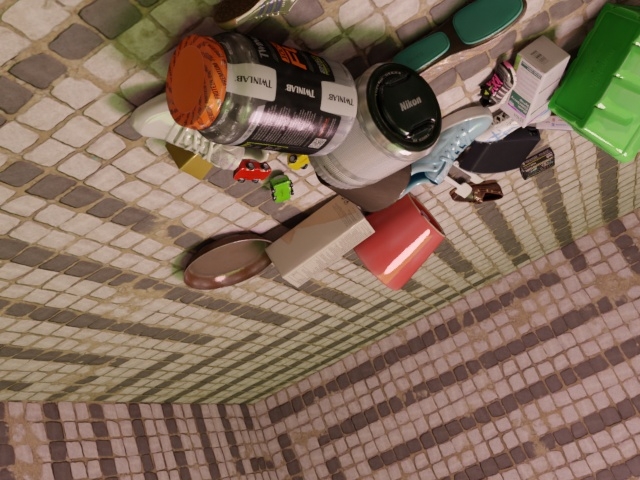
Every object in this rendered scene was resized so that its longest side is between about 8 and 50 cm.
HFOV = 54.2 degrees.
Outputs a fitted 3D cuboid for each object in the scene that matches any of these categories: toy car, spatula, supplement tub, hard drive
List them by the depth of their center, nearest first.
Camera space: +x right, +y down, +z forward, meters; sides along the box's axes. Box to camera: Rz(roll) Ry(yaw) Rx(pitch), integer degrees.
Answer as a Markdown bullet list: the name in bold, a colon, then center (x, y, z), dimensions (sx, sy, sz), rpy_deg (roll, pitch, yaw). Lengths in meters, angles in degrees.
- **supplement tub**: center (-0.110, -0.279, 1.213), dimensions (0.338, 0.207, 0.207), rpy_deg (0, 148, -43)
- **toy car**: center (-0.110, -0.173, 1.631), dimensions (0.239, 0.053, 0.225), rpy_deg (-18, 156, -9)
- **hard drive**: center (0.577, -0.283, 1.992), dimensions (0.254, 0.054, 0.172), rpy_deg (-9, 144, -32)
- **spatula**: center (0.489, -0.231, 2.066), dimensions (0.168, 0.019, 0.242), rpy_deg (-42, 146, 20)

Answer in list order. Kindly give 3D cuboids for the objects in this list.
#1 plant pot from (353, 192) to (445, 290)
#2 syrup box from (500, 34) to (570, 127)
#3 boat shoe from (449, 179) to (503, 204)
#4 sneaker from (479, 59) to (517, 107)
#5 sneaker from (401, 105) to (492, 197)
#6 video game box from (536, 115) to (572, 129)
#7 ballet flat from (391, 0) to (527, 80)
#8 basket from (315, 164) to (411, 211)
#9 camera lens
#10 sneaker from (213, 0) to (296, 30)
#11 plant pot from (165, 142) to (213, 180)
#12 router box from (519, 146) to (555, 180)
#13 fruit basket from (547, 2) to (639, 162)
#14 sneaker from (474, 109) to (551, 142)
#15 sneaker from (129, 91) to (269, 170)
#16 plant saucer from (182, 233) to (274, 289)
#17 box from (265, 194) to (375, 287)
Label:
- **plant pot**: center (0.261, -0.012, 2.078), dimensions (0.243, 0.275, 0.275), rpy_deg (-41, 152, 17)
- **syrup box**: center (0.558, -0.412, 1.647), dimensions (0.096, 0.093, 0.237), rpy_deg (-37, 159, -13)
- **boat shoe**: center (0.560, -0.165, 2.227), dimensions (0.207, 0.073, 0.073), rpy_deg (-12, 156, -20)
- **sneaker**: center (0.460, -0.402, 1.642), dimensions (0.074, 0.063, 0.170), rpy_deg (-26, 162, -7)
- **sneaker**: center (0.341, -0.235, 1.782), dimensions (0.366, 0.150, 0.135), rpy_deg (-31, 156, 17)
- **video game box**: center (0.807, -0.359, 1.936), dimensions (0.205, 0.048, 0.187), rpy_deg (-4, -170, -37)
- **ballet flat**: center (0.307, -0.441, 1.392), dimensions (0.316, 0.108, 0.106), rpy_deg (-22, 163, 22)
- **basket**: center (0.103, -0.182, 1.693), dimensions (0.204, 0.154, 0.227), rpy_deg (-39, 148, 29)
- **camera lens**: center (0.116, -0.250, 1.400), dimensions (0.219, 0.219, 0.274), rpy_deg (-7, 170, -33)
- **sneaker**: center (-0.090, -0.420, 1.107), dimensions (0.192, 0.064, 0.086), rpy_deg (-33, 150, 15)
- **plant pot**: center (-0.279, -0.199, 1.397), dimensions (0.083, 0.081, 0.081), rpy_deg (-42, 153, 12)
- **router box**: center (0.771, -0.272, 2.229), dimensions (0.122, 0.038, 0.092), rpy_deg (-28, 157, 11)
- **fruit basket**: center (0.828, -0.407, 1.632), dimensions (0.392, 0.283, 0.392), rpy_deg (-8, 124, -13)
- **sneaker**: center (0.550, -0.357, 1.818), dimensions (0.237, 0.085, 0.086), rpy_deg (-24, 131, 10)
- **sneaker**: center (-0.234, -0.224, 1.289), dimensions (0.305, 0.152, 0.114), rpy_deg (-2, 151, -36)
- **plant saucer**: center (-0.287, 0.062, 1.974), dimensions (0.310, 0.050, 0.310), rpy_deg (-18, 156, -8)
- **box**: center (0.000, 0.000, 1.947), dimensions (0.311, 0.121, 0.148), rpy_deg (-35, 156, 4)
